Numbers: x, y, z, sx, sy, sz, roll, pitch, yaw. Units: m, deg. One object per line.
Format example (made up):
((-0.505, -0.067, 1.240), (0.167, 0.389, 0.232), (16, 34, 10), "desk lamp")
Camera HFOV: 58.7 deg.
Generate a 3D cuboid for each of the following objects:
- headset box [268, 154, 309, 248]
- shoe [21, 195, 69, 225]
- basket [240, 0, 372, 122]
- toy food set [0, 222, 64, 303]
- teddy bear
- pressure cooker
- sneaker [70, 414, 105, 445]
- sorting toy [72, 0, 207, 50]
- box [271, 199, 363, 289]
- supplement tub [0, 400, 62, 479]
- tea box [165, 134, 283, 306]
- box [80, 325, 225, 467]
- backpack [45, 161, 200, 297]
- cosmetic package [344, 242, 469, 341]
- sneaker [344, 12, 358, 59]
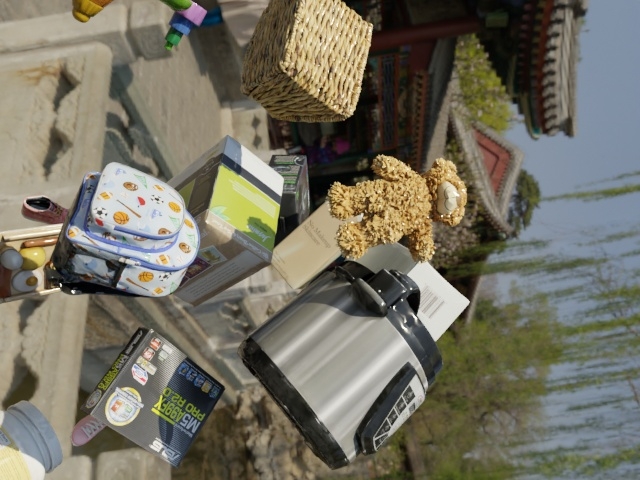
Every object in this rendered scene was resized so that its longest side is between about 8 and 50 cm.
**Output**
((-0.123, -0.128, 1.992), (0.283, 0.131, 0.246), (-79, 169, -55), "headset box")
((-0.784, -0.081, 1.676), (0.081, 0.177, 0.064), (-38, -136, 55), "shoe")
((-0.039, -0.426, 1.355), (0.223, 0.213, 0.299), (28, 62, -35), "basket")
((-0.732, 0.078, 1.515), (0.092, 0.306, 0.220), (37, -56, 38), "toy food set")
((0.176, -0.073, 1.243), (0.113, 0.337, 0.245), (135, -43, -72), "teddy bear")
((0.069, 0.250, 1.303), (0.376, 0.420, 0.370), (56, -17, -15), "pressure cooker")
((-0.535, 0.433, 1.366), (0.051, 0.070, 0.134), (53, 44, -4), "sneaker")
((-0.314, -0.401, 0.979), (0.126, 0.127, 0.365), (-58, 173, 11), "sorting toy")
((0.000, 0.000, 1.768), (0.148, 0.311, 0.121), (49, 9, 11), "box")
((-0.850, 0.576, 1.411), (0.331, 0.241, 0.241), (-31, 118, -49), "supplement tub")
((-0.300, -0.047, 1.550), (0.220, 0.329, 0.324), (37, 42, -32), "tea box")
((-0.373, 0.361, 1.310), (0.270, 0.060, 0.216), (50, 58, -33), "box")
((-0.385, -0.015, 1.181), (0.263, 0.213, 0.277), (27, 39, -28), "backpack")
((0.240, 0.119, 1.685), (0.217, 0.156, 0.385), (42, 1, -21), "cosmetic package")
((0.033, -0.617, 1.789), (0.087, 0.128, 0.221), (55, -33, 14), "sneaker")
